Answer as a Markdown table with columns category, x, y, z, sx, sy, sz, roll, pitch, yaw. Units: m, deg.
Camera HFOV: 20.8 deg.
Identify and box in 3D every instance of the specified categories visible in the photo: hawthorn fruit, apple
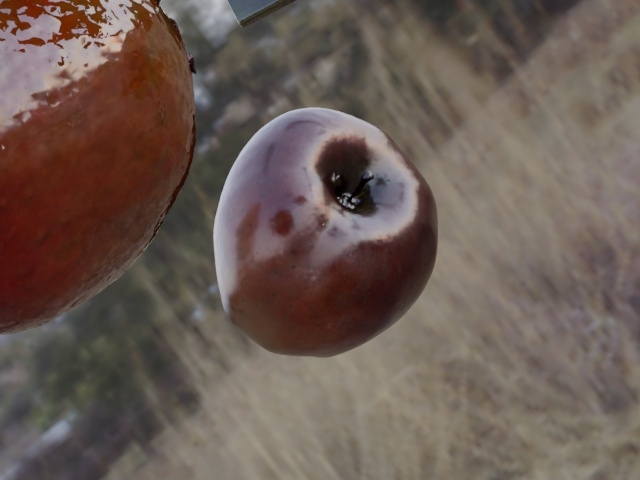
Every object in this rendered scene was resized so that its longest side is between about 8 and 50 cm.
| category | x | y | z | sx | sy | sz | roll | pitch | yaw |
| --- | --- | --- | --- | --- | --- | --- | --- | --- | --- |
| hawthorn fruit | -0.241 | -0.071 | 1.150 | 0.311 | 0.295 | 0.295 | -31 | 0 | -29 |
| apple | 0.000 | 0.001 | 1.625 | 0.234 | 0.234 | 0.234 | -37 | 3 | 2 |

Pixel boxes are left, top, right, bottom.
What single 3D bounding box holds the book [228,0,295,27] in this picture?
| category | x | y | z | sx | sy | sz | roll | pitch | yaw |
| --- | --- | --- | --- | --- | --- | --- | --- | --- | --- |
| book | -0.004 | -0.317 | 1.645 | 0.228 | 0.160 | 0.024 | -26 | -22 | 7 |
